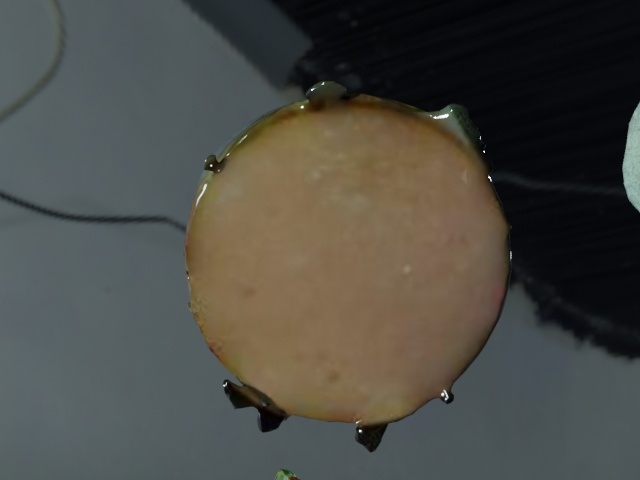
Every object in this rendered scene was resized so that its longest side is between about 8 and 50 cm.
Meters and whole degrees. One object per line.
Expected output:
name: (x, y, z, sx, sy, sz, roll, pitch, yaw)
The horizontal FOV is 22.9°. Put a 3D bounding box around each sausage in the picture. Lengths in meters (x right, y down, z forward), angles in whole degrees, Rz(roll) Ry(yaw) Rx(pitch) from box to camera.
sausage: (0.000, 0.002, 0.692, 0.317, 0.117, 0.125, -140, -120, -85)

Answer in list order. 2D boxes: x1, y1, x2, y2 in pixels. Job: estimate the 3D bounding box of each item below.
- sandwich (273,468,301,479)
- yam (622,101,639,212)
sandwich: (0.000, 0.194, 1.037, 0.026, 0.069, 0.101, -20, 85, -44)
yam: (0.194, -0.038, 0.593, 0.179, 0.078, 0.078, -3, 81, -35)
